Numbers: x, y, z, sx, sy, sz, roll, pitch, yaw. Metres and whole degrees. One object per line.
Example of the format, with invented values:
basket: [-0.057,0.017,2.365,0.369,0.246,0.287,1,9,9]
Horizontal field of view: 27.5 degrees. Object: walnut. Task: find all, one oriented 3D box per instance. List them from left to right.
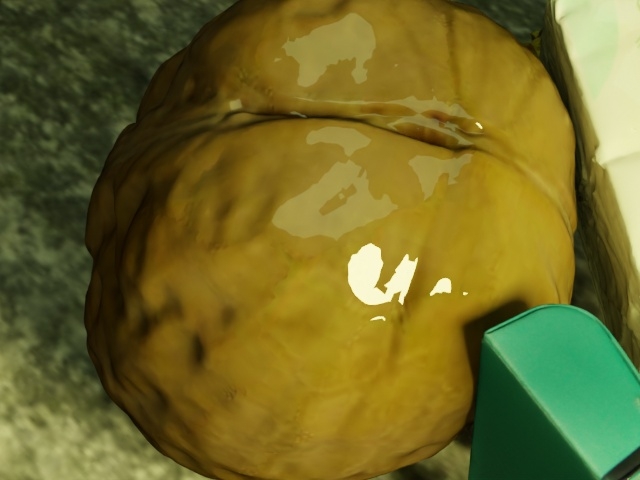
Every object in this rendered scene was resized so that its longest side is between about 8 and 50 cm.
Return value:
walnut: [0.000,0.000,0.913,0.308,0.398,0.354,33,66,-19]

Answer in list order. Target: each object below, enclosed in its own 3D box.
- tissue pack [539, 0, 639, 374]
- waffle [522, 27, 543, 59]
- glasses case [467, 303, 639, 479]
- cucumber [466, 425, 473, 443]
tissue pack: [0.353,-0.068,0.898,0.356,0.194,0.266,-13,74,2]
waffle: [0.278,-0.139,1.220,0.229,0.051,0.231,13,51,17]
glasses case: [0.146,0.171,0.803,0.070,0.301,0.117,-23,54,-18]
cucumber: [0.131,0.116,1.009,0.064,0.064,0.112,-14,53,-9]
